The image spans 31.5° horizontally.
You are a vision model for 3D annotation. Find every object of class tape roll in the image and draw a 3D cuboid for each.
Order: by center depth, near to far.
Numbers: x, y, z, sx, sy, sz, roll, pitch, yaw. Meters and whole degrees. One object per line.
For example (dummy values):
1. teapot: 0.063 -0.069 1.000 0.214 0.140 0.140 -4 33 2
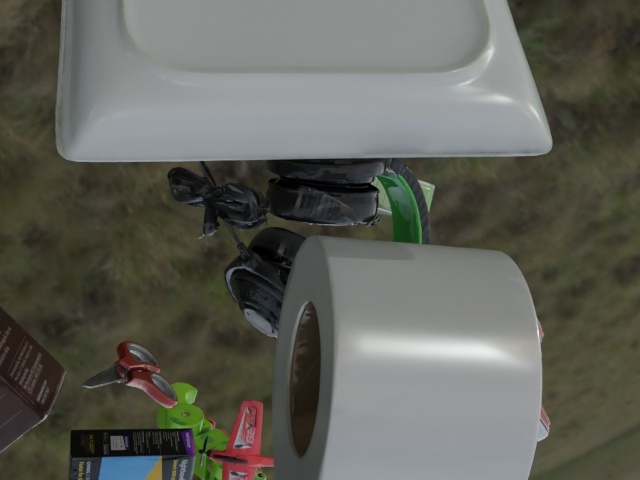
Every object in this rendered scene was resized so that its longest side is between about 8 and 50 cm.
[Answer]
1. tape roll: 0.063 0.122 0.962 0.169 0.246 0.246 4 154 -13

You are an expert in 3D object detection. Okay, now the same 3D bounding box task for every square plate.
1. square plate: -0.021 -0.208 0.853 0.347 0.344 0.049 -1 148 -10

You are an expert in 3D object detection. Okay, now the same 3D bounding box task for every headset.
1. headset: 0.000 0.000 1.197 0.185 0.243 0.394 16 175 44

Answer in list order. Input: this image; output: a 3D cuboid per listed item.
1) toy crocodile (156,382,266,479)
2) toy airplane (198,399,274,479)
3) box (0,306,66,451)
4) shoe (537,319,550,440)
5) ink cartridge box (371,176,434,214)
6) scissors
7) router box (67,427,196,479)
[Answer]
1. toy crocodile: -0.177 0.364 1.903 0.105 0.340 0.115 -16 127 -37
2. toy airplane: -0.069 0.258 1.337 0.151 0.151 0.028 -26 -170 -1
3. box: -0.514 0.111 1.374 0.191 0.381 0.143 -39 -165 12
4. shoe: 0.239 0.144 1.341 0.081 0.178 0.063 -32 177 -6
5. ink cartridge box: 0.002 -0.083 1.412 0.235 0.056 0.171 15 179 -37
6. scissors: -0.262 0.164 1.459 0.021 0.109 0.297 -37 161 7
7. router box: -0.216 0.284 1.266 0.133 0.046 0.178 1 129 -14
